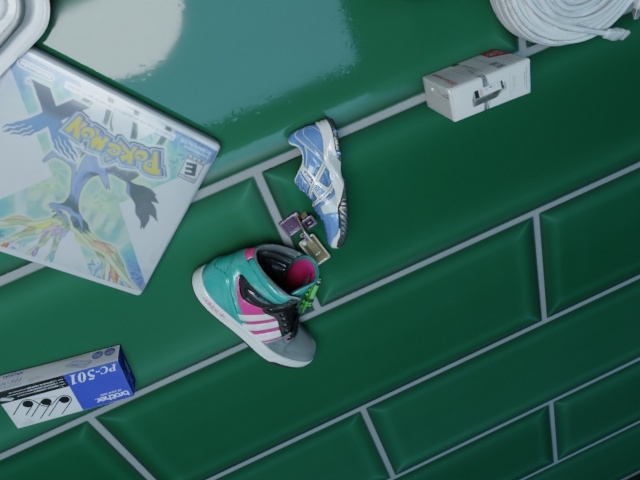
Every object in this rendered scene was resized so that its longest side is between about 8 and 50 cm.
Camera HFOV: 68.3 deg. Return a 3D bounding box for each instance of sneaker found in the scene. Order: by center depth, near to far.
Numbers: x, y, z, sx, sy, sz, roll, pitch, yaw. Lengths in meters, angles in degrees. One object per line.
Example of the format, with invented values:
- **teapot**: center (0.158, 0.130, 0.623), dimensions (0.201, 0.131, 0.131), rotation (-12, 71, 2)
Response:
- **sneaker**: center (0.002, -0.089, 0.779), dimensions (0.081, 0.080, 0.211), rotation (-10, 99, 2)
- **sneaker**: center (-0.061, 0.109, 0.840), dimensions (0.178, 0.124, 0.295), rotation (-30, 124, 25)

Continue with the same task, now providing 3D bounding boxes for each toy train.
- **toy train**: center (-0.019, 0.106, 0.920), dimensions (0.017, 0.024, 0.083), rotation (13, 114, -23)

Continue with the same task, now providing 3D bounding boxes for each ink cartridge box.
- **ink cartridge box**: center (0.248, -0.251, 0.758), dimensions (0.135, 0.099, 0.056), rotation (-22, 124, -4)
- **ink cartridge box**: center (-0.457, 0.265, 0.858), dimensions (0.206, 0.046, 0.097), rotation (-13, 123, -10)

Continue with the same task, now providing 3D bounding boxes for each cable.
- **cable**: center (0.375, -0.430, 0.705), dimensions (0.256, 0.089, 0.257), rotation (-9, 120, -12)

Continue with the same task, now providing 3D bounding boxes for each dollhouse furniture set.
- **dollhouse furniture set**: center (0.000, 0.000, 0.831), dimensions (0.091, 0.081, 0.114), rotation (-35, 123, 4)

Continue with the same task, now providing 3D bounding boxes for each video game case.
- **video game case**: center (-0.362, -0.090, 0.693), dimensions (0.328, 0.036, 0.300), rotation (24, 109, -28)

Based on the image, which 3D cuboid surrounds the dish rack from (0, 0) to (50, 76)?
- **dish rack**: center (-0.511, -0.257, 0.506), dimensions (0.332, 0.072, 0.285), rotation (-38, 117, 12)
